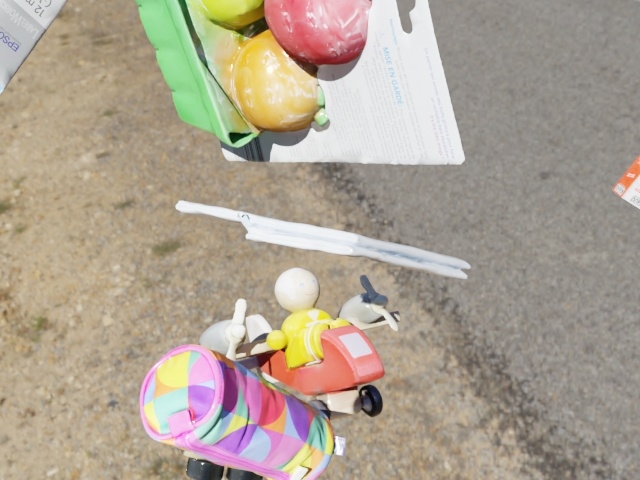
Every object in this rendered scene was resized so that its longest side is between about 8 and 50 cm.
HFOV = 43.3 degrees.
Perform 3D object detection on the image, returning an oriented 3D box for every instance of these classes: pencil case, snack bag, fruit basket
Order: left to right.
[{"bbox_3d":[-0.073,0.185,0.808,0.105,0.236,0.104,-17,55,26],"label":"pencil case"},{"bbox_3d":[-0.028,-0.233,0.848,0.353,0.326,0.165,2,32,37],"label":"fruit basket"},{"bbox_3d":[0.000,0.000,1.173,0.343,0.037,0.323,12,1,36],"label":"snack bag"}]

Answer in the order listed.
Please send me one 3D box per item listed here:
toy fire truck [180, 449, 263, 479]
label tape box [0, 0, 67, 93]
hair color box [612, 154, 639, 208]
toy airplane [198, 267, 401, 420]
[{"bbox_3d":[-0.126,0.326,1.314,0.217,0.158,0.246,10,-1,-16],"label":"toy fire truck"},{"bbox_3d":[-0.529,-0.373,1.242,0.249,0.115,0.347,25,76,35],"label":"label tape box"},{"bbox_3d":[0.638,-0.131,1.549,0.072,0.141,0.043,27,19,-20],"label":"hair color box"},{"bbox_3d":[-0.047,0.182,1.556,0.385,0.272,0.386,-1,9,13],"label":"toy airplane"}]
